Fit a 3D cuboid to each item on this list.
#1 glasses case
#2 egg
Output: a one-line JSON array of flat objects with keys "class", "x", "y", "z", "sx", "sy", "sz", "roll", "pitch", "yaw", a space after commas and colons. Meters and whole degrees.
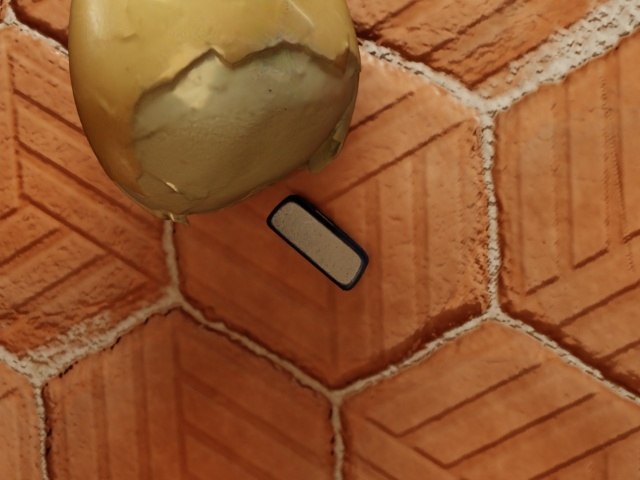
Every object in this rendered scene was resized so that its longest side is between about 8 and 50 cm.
[{"class": "glasses case", "x": 0.000, "y": 0.000, "z": 1.373, "sx": 0.083, "sy": 0.023, "sz": 0.033, "roll": 40, "pitch": 101, "yaw": 8}, {"class": "egg", "x": -0.078, "y": -0.139, "z": 1.286, "sx": 0.201, "sy": 0.201, "sz": 0.244, "roll": -17, "pitch": 82, "yaw": 22}]
